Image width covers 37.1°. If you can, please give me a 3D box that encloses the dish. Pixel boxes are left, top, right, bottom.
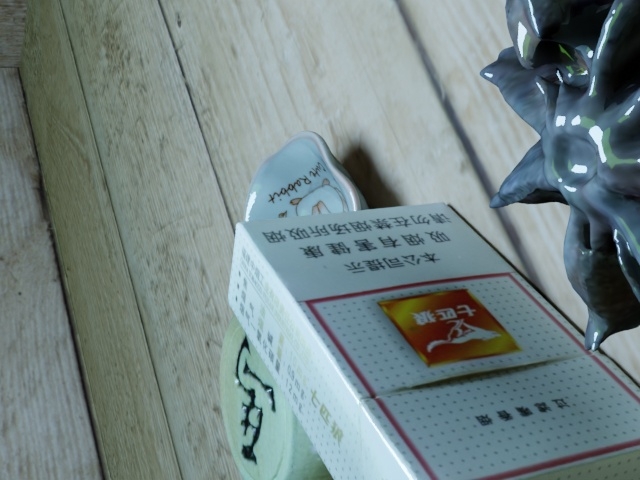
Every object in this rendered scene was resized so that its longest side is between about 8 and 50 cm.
[{"bbox_3d":[0.000,0.000,1.022,0.229,0.081,0.229,-7,81,55],"label":"dish"}]

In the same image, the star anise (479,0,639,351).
[{"bbox_3d":[0.209,-0.043,0.561,0.316,0.139,0.359,142,110,-77],"label":"star anise"}]

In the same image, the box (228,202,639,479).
[{"bbox_3d":[0.084,0.095,0.734,0.330,0.210,0.095,-127,39,-48],"label":"box"}]

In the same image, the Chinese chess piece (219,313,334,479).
[{"bbox_3d":[-0.037,0.185,1.128,0.250,0.101,0.250,18,110,62],"label":"Chinese chess piece"}]
